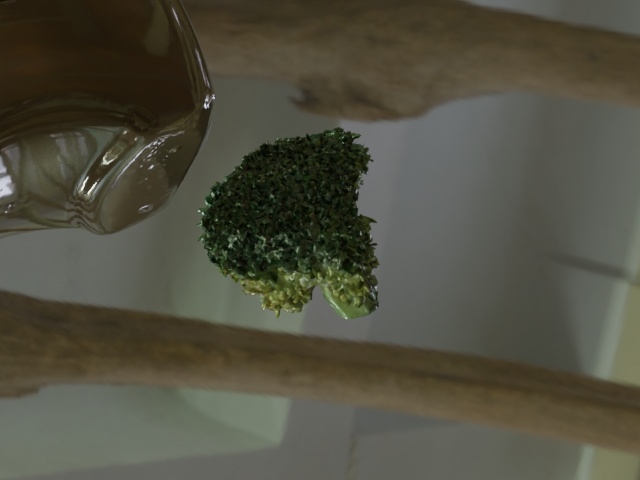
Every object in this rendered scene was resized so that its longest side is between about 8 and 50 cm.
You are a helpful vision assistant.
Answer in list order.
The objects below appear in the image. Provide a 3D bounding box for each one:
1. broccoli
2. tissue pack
[{"bbox_3d":[0.000,0.000,1.348,0.194,0.220,0.194,-9,-67,-21],"label":"broccoli"},{"bbox_3d":[-0.304,-0.121,1.196,0.387,0.267,0.276,-24,-101,-27],"label":"tissue pack"}]
